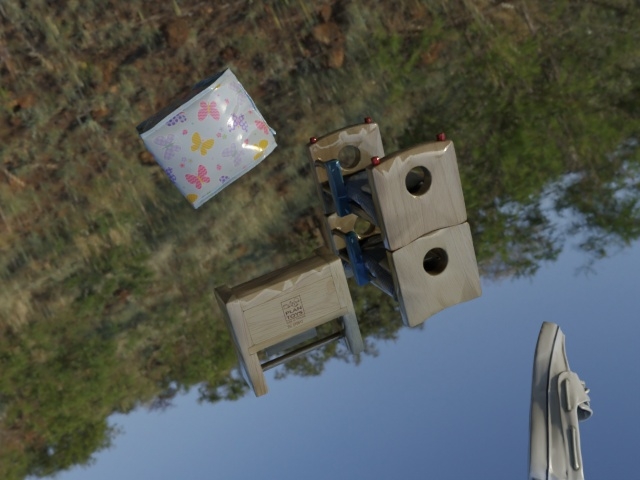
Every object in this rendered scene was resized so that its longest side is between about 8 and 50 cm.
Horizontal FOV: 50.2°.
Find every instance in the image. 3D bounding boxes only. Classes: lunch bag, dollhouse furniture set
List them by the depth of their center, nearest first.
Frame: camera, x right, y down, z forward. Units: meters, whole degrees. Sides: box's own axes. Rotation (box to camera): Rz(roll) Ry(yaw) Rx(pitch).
[{"bbox_3d":[-0.083,-0.077,0.511,0.083,0.071,0.053,-36,-155,-1],"label":"lunch bag"},{"bbox_3d":[0.000,0.000,0.516,0.184,0.128,0.129,-22,-158,-16],"label":"dollhouse furniture set"}]

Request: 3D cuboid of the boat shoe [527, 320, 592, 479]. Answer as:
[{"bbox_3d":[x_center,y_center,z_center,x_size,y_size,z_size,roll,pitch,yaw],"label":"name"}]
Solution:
[{"bbox_3d":[0.346,0.237,0.983,0.084,0.258,0.095,4,147,17],"label":"boat shoe"}]
